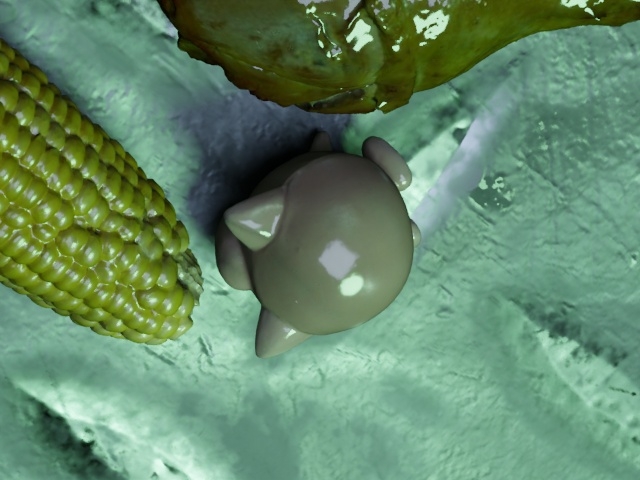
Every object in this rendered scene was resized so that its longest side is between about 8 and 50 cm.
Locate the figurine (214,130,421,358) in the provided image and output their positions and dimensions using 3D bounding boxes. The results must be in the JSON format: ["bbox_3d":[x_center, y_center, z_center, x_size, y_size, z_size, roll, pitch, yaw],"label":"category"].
[{"bbox_3d":[0.000,0.000,1.238,0.138,0.125,0.125,-30,122,-23],"label":"figurine"}]

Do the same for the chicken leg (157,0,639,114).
[{"bbox_3d":[0.069,-0.144,1.153,0.361,0.211,0.140,3,80,-20],"label":"chicken leg"}]

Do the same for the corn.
[{"bbox_3d":[-0.205,-0.054,1.128,0.130,0.130,0.347,-48,123,5],"label":"corn"}]
